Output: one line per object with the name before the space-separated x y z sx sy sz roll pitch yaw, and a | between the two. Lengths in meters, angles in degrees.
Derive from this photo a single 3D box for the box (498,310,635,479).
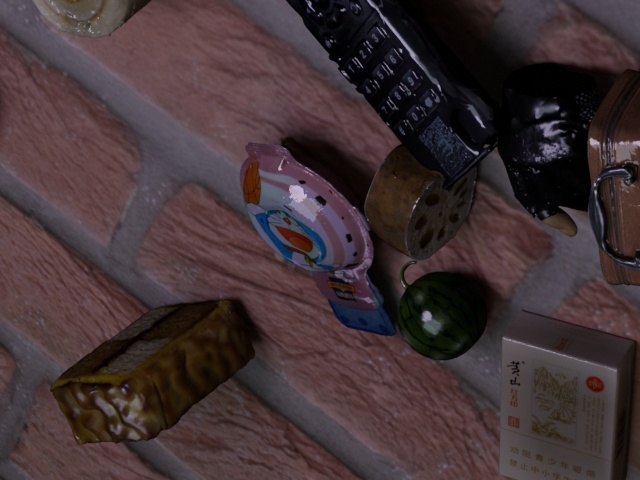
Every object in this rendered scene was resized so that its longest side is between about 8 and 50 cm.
box | 0.269 0.187 1.905 0.141 0.058 0.201 14 128 25

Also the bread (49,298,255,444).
bread | -0.203 0.155 2.085 0.181 0.222 0.096 -5 114 46

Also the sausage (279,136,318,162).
sausage | -0.007 -0.081 1.926 0.100 0.015 0.015 41 134 3

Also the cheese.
cheese | 0.000 0.000 1.934 0.189 0.074 0.286 12 141 45

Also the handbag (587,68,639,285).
handbag | 0.310 -0.052 1.644 0.072 0.151 0.193 7 126 27

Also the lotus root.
lotus root | 0.100 -0.043 1.815 0.081 0.112 0.122 29 134 22

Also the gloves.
gloves | 0.231 -0.076 1.710 0.129 0.106 0.181 4 119 29

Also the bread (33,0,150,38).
bread | -0.225 -0.306 1.824 0.134 0.141 0.148 2 123 34

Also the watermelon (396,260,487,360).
watermelon | 0.128 0.081 1.895 0.109 0.109 0.109 17 129 23

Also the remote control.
remote control | 0.036 -0.234 1.716 0.399 0.062 0.144 51 151 3
